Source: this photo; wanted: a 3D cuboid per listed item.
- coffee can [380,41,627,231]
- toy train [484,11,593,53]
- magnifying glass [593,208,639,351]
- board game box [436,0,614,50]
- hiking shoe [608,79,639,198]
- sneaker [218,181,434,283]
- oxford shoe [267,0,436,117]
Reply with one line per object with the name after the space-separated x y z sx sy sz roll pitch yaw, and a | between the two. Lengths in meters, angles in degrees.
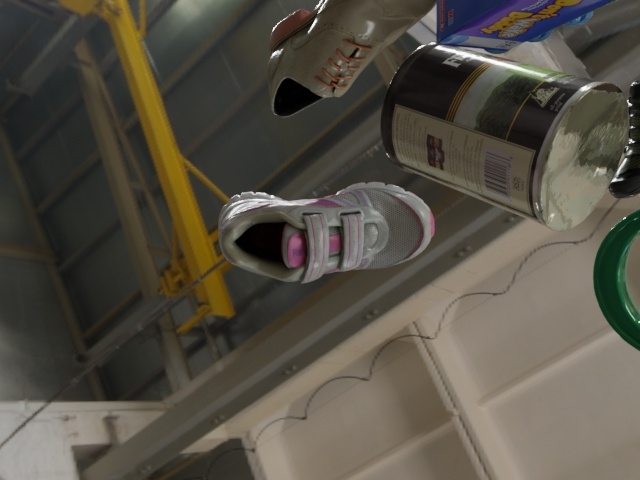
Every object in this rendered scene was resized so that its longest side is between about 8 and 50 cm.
0.251 -0.152 1.046 0.275 0.201 0.202 29 -82 41 | coffee can
0.247 -0.295 0.901 0.184 0.105 0.080 -14 -123 34 | toy train
0.242 0.017 0.356 0.231 0.026 0.092 -7 -85 51 | magnifying glass
0.178 -0.353 0.586 0.233 0.078 0.347 178 -88 -71 | board game box
0.458 -0.166 1.041 0.227 0.114 0.086 -53 -167 -5 | hiking shoe
0.000 0.000 0.824 0.252 0.111 0.103 -5 -72 9 | sneaker
0.045 -0.280 1.067 0.397 0.140 0.147 -18 -120 61 | oxford shoe
